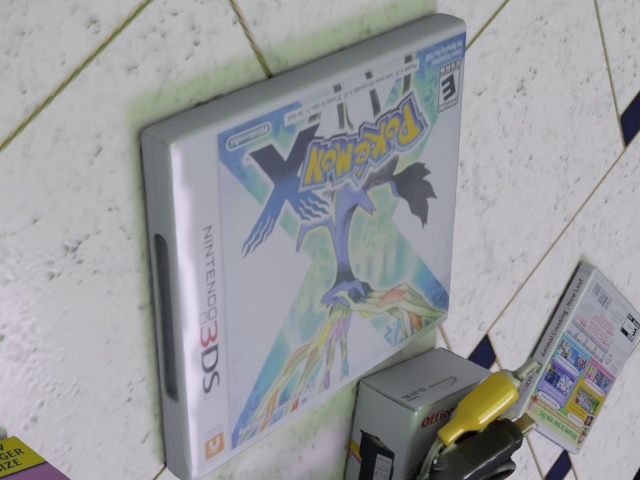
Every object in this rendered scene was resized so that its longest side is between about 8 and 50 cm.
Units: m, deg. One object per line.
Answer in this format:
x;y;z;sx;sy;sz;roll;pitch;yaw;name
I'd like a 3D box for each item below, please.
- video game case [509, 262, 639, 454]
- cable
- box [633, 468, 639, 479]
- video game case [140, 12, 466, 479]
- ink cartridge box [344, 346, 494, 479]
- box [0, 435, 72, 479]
0.309;0.146;1.473;0.212;0.023;0.193;35;81;-54;video game case
0.086;0.213;1.113;0.287;0.072;0.139;-26;147;-22;cable
0.552;0.346;1.856;0.270;0.060;0.216;-57;143;-11;box
0.000;0.000;0.999;0.329;0.036;0.300;-28;130;-40;video game case
0.093;0.206;1.198;0.127;0.072;0.175;-16;121;-44;ink cartridge box
-0.200;0.242;0.716;0.213;0.243;0.117;-13;119;-46;box
